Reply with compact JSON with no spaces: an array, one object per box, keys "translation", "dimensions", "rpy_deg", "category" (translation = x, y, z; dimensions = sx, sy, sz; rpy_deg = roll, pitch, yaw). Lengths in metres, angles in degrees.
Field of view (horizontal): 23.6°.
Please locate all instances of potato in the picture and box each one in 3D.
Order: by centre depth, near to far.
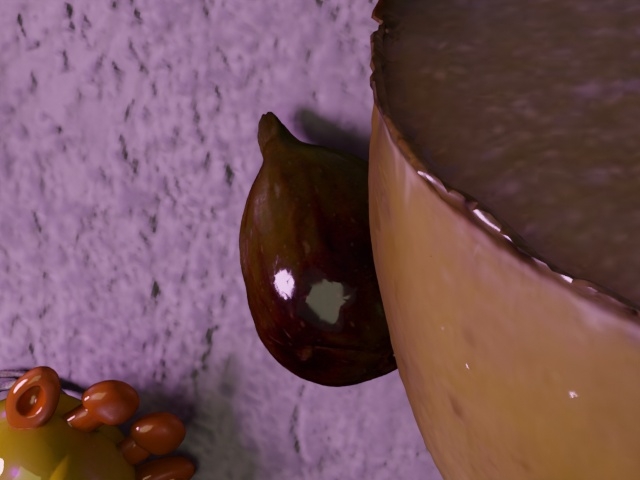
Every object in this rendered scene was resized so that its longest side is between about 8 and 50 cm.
[{"translation":[0.247,0.033,0.572],"dimensions":[0.442,0.385,0.319],"rpy_deg":[11,133,19],"category":"potato"}]

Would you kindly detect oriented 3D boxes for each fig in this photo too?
[{"translation":[0.000,0.000,0.813],"dimensions":[0.109,0.103,0.155],"rpy_deg":[-48,61,32],"category":"fig"}]

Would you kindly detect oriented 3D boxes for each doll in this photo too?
[{"translation":[-0.184,0.144,0.956],"dimensions":[0.221,0.135,0.143],"rpy_deg":[-29,131,26],"category":"doll"}]
